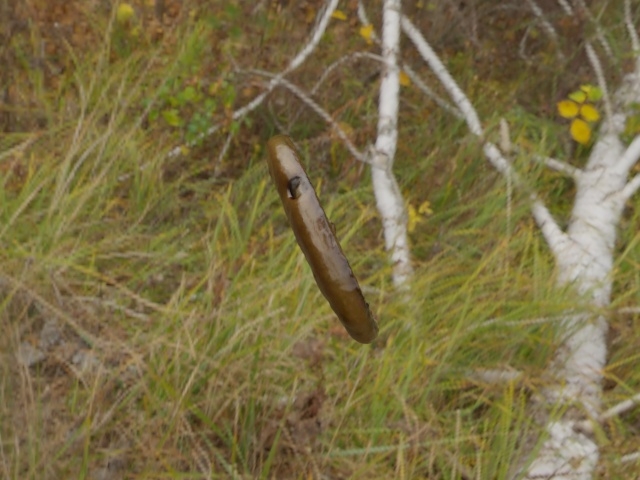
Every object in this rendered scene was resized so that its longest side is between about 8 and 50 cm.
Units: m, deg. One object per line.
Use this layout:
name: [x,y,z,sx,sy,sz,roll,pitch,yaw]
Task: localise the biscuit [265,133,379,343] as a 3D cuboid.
biscuit: [0.000,0.000,0.897,0.036,0.212,0.212,-24,55,1]
